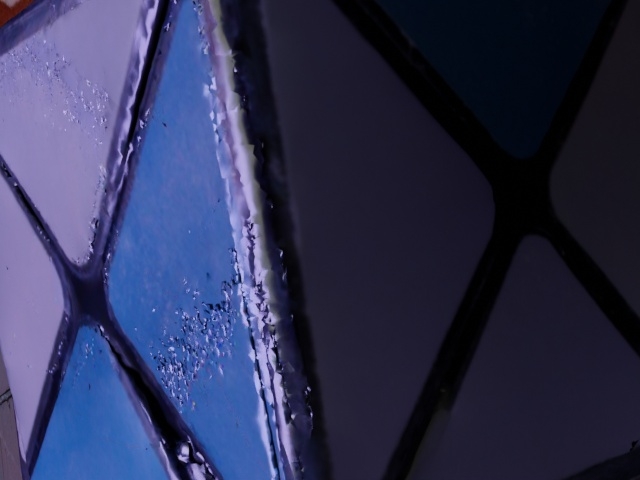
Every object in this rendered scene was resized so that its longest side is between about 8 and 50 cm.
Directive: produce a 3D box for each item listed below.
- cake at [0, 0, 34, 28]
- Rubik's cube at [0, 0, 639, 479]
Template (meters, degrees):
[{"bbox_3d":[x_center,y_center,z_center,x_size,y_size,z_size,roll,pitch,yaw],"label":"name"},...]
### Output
[{"bbox_3d":[-0.245,-0.304,0.901,0.177,0.151,0.283,40,120,46],"label":"cake"},{"bbox_3d":[0.000,0.000,0.496,0.305,0.310,0.307,-3,95,53],"label":"Rubik's cube"}]
